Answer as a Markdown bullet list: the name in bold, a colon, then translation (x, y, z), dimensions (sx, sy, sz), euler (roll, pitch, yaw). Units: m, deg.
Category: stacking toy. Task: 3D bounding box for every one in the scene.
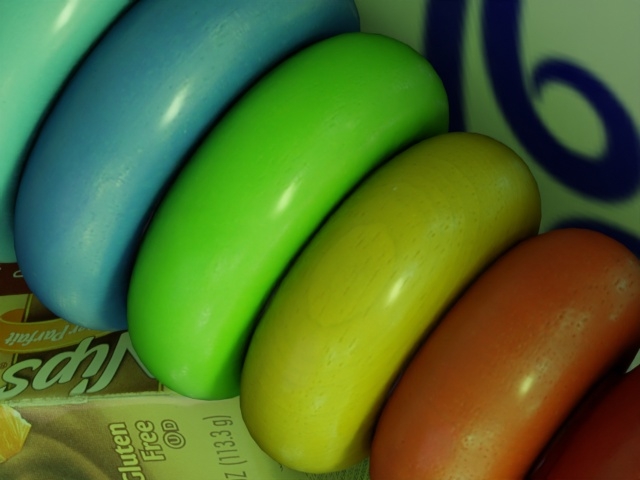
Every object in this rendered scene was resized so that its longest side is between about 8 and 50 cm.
- **stacking toy**: translation (0.000, 0.000, 0.508), dimensions (0.330, 0.141, 0.141), euler (38, 150, 14)

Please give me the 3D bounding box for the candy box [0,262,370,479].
- **candy box**: translation (-0.061, 0.148, 0.717), dimensions (0.183, 0.087, 0.316), euler (-3, 127, 19)
